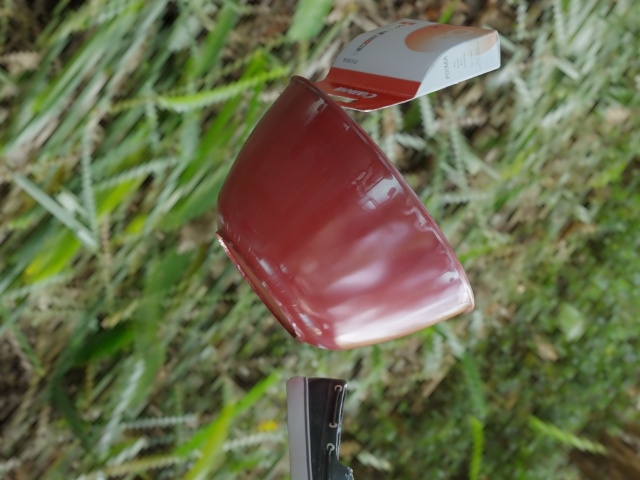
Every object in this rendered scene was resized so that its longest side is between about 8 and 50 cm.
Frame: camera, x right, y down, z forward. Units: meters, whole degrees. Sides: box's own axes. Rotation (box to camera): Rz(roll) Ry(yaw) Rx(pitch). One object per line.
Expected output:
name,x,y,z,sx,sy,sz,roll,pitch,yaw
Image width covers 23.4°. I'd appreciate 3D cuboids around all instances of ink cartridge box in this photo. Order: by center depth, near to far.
ink cartridge box,0.067,-0.178,1.541,0.179,0.145,0.045,-19,113,-34

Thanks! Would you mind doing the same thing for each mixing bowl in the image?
mixing bowl,0.000,0.000,0.946,0.098,0.181,0.181,-37,162,-6

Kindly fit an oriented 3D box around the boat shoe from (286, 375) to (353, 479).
boat shoe,0.002,0.149,0.969,0.040,0.142,0.049,-6,153,1
